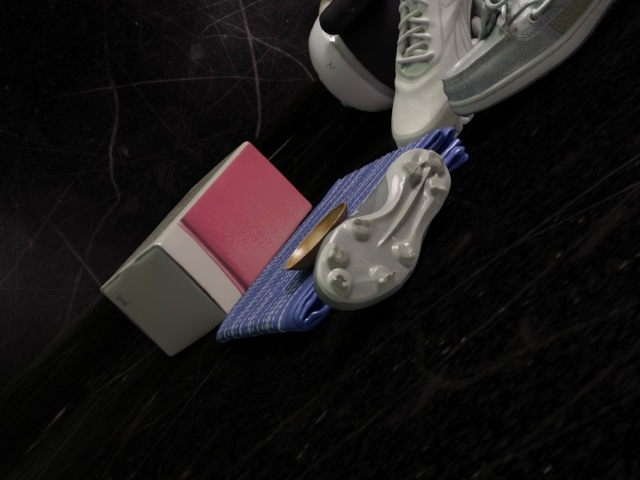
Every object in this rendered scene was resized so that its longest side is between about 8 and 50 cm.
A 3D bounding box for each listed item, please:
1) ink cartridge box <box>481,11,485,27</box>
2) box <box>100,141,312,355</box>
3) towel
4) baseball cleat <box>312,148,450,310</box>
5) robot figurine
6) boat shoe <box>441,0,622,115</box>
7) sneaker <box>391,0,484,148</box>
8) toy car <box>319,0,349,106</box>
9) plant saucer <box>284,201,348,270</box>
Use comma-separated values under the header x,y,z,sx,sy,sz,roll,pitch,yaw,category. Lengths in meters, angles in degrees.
x,y,z,sx,sy,sz,roll,pitch,yaw,category
0.235,-0.291,1.473,0.139,0.082,0.190,-41,9,23,ink cartridge box
-0.140,0.009,1.656,0.148,0.127,0.232,-35,13,46,box
0.010,0.008,1.313,0.243,0.040,0.336,-50,8,-16,towel
0.044,0.008,1.073,0.206,0.072,0.109,-47,-6,-44,baseball cleat
0.110,-0.299,1.766,0.278,0.209,0.173,-40,23,25,robot figurine
0.227,-0.246,1.228,0.320,0.103,0.118,-43,9,12,boat shoe
0.115,-0.229,1.347,0.110,0.118,0.292,2,73,45,sneaker
0.132,-0.338,1.941,0.238,0.219,0.210,-9,17,20,toy car
0.000,0.000,1.207,0.083,0.015,0.083,-47,9,10,plant saucer
